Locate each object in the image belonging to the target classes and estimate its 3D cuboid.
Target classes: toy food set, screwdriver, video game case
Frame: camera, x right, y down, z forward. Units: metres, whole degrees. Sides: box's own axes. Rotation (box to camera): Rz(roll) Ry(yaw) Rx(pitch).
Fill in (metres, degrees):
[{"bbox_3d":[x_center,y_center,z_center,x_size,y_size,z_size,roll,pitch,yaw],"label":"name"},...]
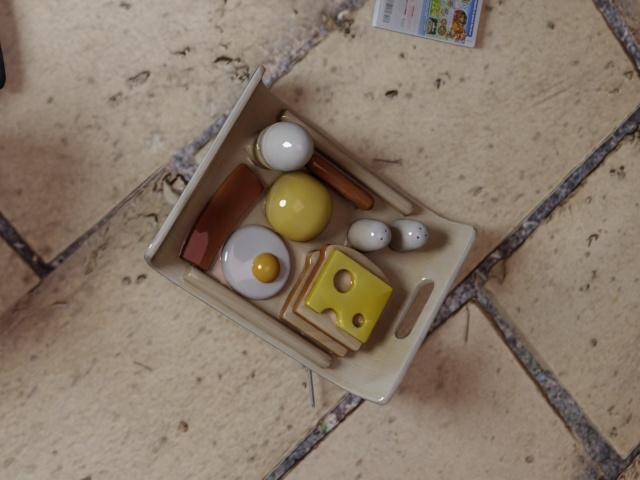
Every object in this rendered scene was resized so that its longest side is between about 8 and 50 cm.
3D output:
[{"bbox_3d":[0.000,0.000,1.152,0.306,0.092,0.219,35,74,-23],"label":"toy food set"},{"bbox_3d":[-0.017,0.096,1.222,0.024,0.025,0.169,-10,106,-22],"label":"screwdriver"},{"bbox_3d":[0.117,-0.259,1.224,0.122,0.011,0.087,8,95,-23],"label":"video game case"}]

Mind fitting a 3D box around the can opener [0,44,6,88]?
[{"bbox_3d":[-0.319,-0.220,1.024,0.059,0.073,0.186,-13,113,-29],"label":"can opener"}]
